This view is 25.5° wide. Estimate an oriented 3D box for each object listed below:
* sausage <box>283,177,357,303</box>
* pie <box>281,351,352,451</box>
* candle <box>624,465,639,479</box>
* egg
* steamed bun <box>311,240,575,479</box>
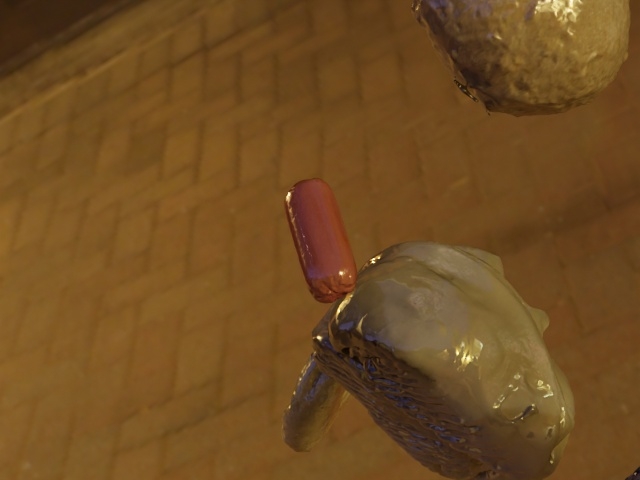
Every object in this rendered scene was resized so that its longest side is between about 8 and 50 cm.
[{"bbox_3d":[0.000,0.000,1.583,0.062,0.062,0.154,-26,53,13],"label":"sausage"},{"bbox_3d":[0.037,0.191,2.137,0.337,0.075,0.337,-50,-11,-13],"label":"pie"},{"bbox_3d":[0.337,0.306,1.336,0.330,0.187,0.187,-34,21,-30],"label":"candle"},{"bbox_3d":[0.273,-0.299,1.878,0.279,0.310,0.279,-35,37,32],"label":"egg"},{"bbox_3d":[0.165,0.133,1.689,0.219,0.324,0.310,-53,7,-18],"label":"steamed bun"}]
